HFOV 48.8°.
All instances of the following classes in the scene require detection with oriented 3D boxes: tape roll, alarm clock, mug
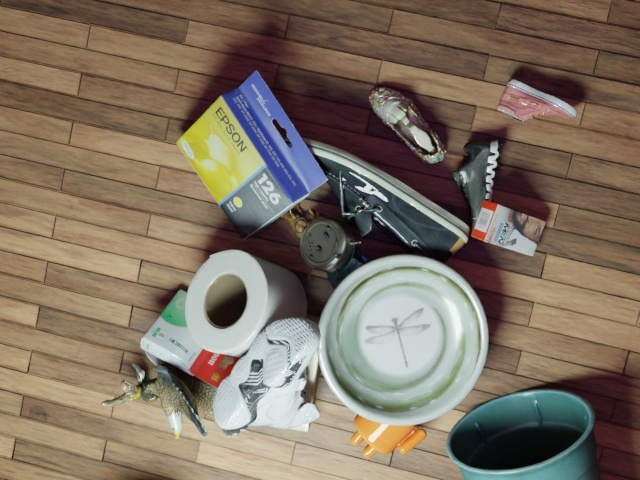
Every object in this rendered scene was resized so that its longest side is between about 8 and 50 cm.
[{"bbox_3d":[-0.177,0.158,1.685,0.246,0.169,0.246,-11,69,30],"label":"tape roll"},{"bbox_3d":[0.000,0.000,1.677,0.192,0.064,0.129,36,102,37],"label":"alarm clock"},{"bbox_3d":[0.074,0.080,1.728,0.157,0.129,0.097,37,104,39],"label":"mug"}]

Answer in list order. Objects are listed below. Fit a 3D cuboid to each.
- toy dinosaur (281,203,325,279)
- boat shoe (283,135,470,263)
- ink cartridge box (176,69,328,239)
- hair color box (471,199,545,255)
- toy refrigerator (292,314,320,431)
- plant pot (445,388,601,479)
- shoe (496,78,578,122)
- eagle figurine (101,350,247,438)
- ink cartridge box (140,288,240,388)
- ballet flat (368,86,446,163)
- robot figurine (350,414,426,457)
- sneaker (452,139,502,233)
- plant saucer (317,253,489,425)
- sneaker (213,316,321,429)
[{"bbox_3d":[-0.038,-0.022,1.767,0.112,0.064,0.211,-38,80,20],"label":"toy dinosaur"},{"bbox_3d":[0.113,-0.089,1.678,0.500,0.187,0.156,32,92,-3],"label":"boat shoe"},{"bbox_3d":[-0.172,-0.191,1.677,0.307,0.072,0.304,-34,90,46],"label":"ink cartridge box"},{"bbox_3d":[0.446,-0.028,1.668,0.167,0.053,0.093,14,98,-32],"label":"hair color box"},{"bbox_3d":[-0.051,0.328,1.771,0.094,0.102,0.270,9,97,5],"label":"toy refrigerator"},{"bbox_3d":[0.505,0.576,1.637,0.341,0.341,0.334,-19,101,7],"label":"plant pot"},{"bbox_3d":[0.512,-0.310,1.676,0.178,0.063,0.081,27,99,9],"label":"shoe"},{"bbox_3d":[-0.340,0.388,1.748,0.298,0.226,0.225,-3,123,28],"label":"eagle figurine"},{"bbox_3d":[-0.303,0.243,1.756,0.224,0.181,0.056,26,135,5],"label":"ink cartridge box"},{"bbox_3d":[0.213,-0.283,1.701,0.241,0.077,0.091,44,99,1],"label":"ballet flat"},{"bbox_3d":[0.173,0.438,1.744,0.219,0.158,0.128,-49,129,8],"label":"robot figurine"},{"bbox_3d":[0.367,-0.131,1.701,0.106,0.078,0.234,9,94,11],"label":"sneaker"},{"bbox_3d":[0.188,0.227,1.655,0.400,0.100,0.401,0,95,-4],"label":"plant saucer"},{"bbox_3d":[-0.071,0.308,1.595,0.366,0.210,0.137,-48,44,29],"label":"sneaker"}]
